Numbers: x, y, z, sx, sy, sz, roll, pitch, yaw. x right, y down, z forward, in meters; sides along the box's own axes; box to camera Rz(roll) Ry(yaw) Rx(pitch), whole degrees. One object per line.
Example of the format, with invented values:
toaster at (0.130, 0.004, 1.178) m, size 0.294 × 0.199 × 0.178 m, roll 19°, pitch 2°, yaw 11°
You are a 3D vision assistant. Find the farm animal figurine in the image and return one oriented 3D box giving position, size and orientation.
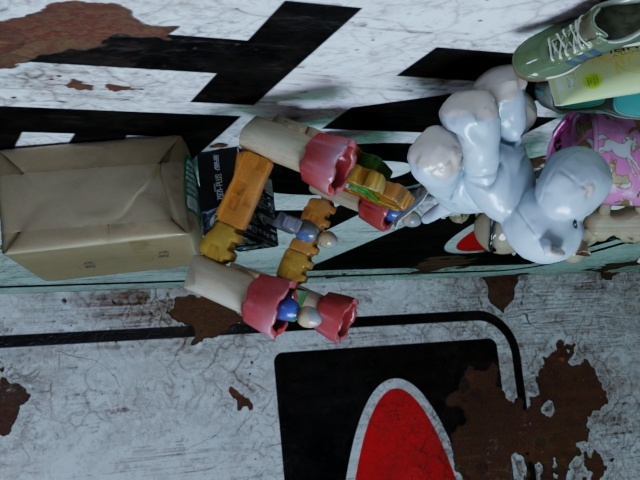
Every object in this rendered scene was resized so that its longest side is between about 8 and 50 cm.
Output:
farm animal figurine at (0.372, -0.040, 1.714) m, size 0.327 × 0.172 × 0.330 m, roll -10°, pitch -161°, yaw -44°

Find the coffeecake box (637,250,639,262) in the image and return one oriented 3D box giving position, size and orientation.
coffeecake box at (0.634, -0.054, 1.727) m, size 0.068 × 0.185 × 0.142 m, roll 24°, pitch 151°, yaw -3°

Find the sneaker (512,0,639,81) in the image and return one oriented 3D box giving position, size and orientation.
sneaker at (0.317, -0.248, 1.176) m, size 0.192 × 0.064 × 0.086 m, roll -16°, pitch 169°, yaw 17°

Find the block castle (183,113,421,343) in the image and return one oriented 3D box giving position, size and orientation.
block castle at (0.000, 0.000, 1.538) m, size 0.213 × 0.303 × 0.453 m, roll 22°, pitch 179°, yaw 17°

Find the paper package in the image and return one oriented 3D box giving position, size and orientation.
paper package at (-0.356, -0.046, 1.657) m, size 0.310 × 0.168 × 0.325 m, roll -6°, pitch 170°, yaw -4°

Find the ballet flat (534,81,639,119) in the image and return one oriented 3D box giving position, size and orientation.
ballet flat at (0.409, -0.218, 1.442) m, size 0.213 × 0.072 × 0.068 m, roll -1°, pitch -164°, yaw -23°

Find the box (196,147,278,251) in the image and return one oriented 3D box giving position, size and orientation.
box at (-0.141, -0.067, 1.711) m, size 0.078 × 0.147 × 0.180 m, roll -8°, pitch 171°, yaw 14°

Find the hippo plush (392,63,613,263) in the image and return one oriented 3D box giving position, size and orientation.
hippo plush at (0.259, -0.069, 1.365) m, size 0.234 × 0.236 × 0.294 m, roll -8°, pitch 134°, yaw -60°

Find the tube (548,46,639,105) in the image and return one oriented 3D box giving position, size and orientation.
tube at (0.421, -0.226, 1.306) m, size 0.240 × 0.062 × 0.070 m, roll -7°, pitch -169°, yaw 5°

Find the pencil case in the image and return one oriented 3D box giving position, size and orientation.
pencil case at (0.565, -0.131, 1.578) m, size 0.386 × 0.167 × 0.160 m, roll 4°, pitch -176°, yaw -13°

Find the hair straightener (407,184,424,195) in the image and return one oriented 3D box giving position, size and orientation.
hair straightener at (0.225, -0.092, 2.060) m, size 0.089 × 0.047 × 0.230 m, roll 3°, pitch 167°, yaw -39°

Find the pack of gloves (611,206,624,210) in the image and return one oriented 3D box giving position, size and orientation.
pack of gloves at (0.555, -0.065, 2.140) m, size 0.232 × 0.046 × 0.195 m, roll 18°, pitch 171°, yaw 3°
